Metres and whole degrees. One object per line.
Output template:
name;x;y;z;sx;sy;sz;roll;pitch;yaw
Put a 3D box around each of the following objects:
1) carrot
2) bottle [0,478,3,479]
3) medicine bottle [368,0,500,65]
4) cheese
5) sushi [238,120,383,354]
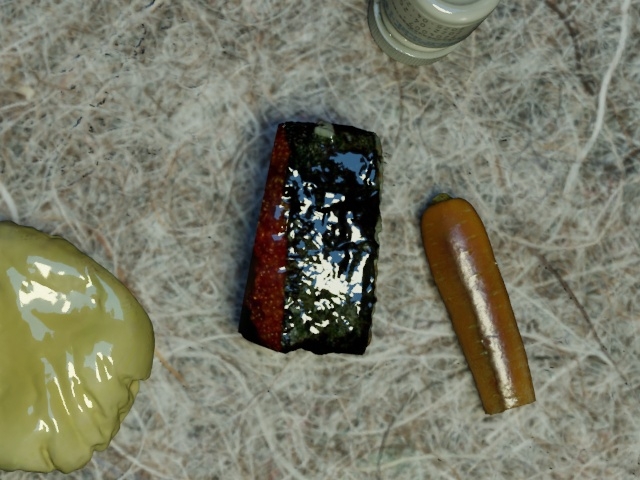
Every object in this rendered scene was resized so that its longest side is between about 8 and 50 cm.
carrot;0.154;0.059;1.602;0.067;0.067;0.225;-19;88;-13
bottle;-0.445;0.212;1.390;0.351;0.229;0.229;33;77;-2
medicine bottle;0.113;-0.239;1.585;0.105;0.168;0.105;2;81;-11
cheese;-0.274;0.102;1.493;0.226;0.117;0.214;32;81;1
sushi;0.000;0.000;1.546;0.126;0.136;0.225;10;85;-1
